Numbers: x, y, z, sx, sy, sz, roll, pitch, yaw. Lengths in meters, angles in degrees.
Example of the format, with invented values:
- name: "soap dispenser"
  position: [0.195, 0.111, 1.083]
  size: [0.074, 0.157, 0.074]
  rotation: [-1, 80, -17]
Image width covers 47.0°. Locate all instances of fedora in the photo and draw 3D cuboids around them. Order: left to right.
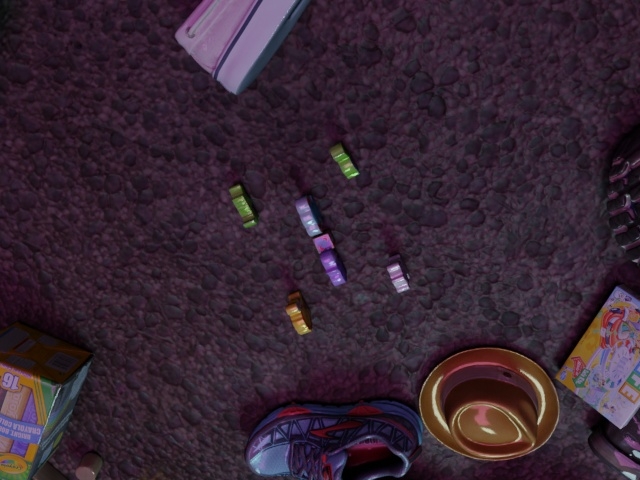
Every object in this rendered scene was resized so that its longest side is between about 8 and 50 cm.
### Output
- name: "fedora"
  position: [0.232, 0.240, 1.003]
  size: [0.194, 0.079, 0.194]
  rotation: [2, 111, 6]

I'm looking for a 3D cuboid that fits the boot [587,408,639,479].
- name: "boot"
  position: [0.507, 0.237, 0.960]
  size: [0.263, 0.091, 0.229]
  rotation: [26, 112, -1]

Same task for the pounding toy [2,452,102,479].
- name: "pounding toy"
  position: [-0.427, 0.413, 1.145]
  size: [0.206, 0.094, 0.181]
  rotation: [-41, 100, 19]

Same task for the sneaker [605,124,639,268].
- name: "sneaker"
  position: [0.458, 0.007, 0.873]
  size: [0.130, 0.147, 0.330]
  rotation: [-26, 90, 50]

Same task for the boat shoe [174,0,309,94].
- name: "boat shoe"
  position: [-0.052, -0.348, 0.804]
  size: [0.156, 0.136, 0.367]
  rotation: [38, 120, -4]

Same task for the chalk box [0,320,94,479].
- name: "chalk box"
  position: [-0.436, 0.248, 1.049]
  size: [0.132, 0.132, 0.213]
  rotation: [24, 101, -2]

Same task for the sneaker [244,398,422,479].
- name: "sneaker"
  position: [0.010, 0.291, 1.026]
  size: [0.262, 0.125, 0.104]
  rotation: [-13, 108, 12]

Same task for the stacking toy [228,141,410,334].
- name: "stacking toy"
  position: [0.000, 0.000, 0.958]
  size: [0.167, 0.052, 0.221]
  rotation: [-23, 105, 15]

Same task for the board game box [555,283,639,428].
- name: "board game box"
  position: [0.387, 0.148, 0.945]
  size: [0.103, 0.026, 0.154]
  rotation: [39, 117, 32]
